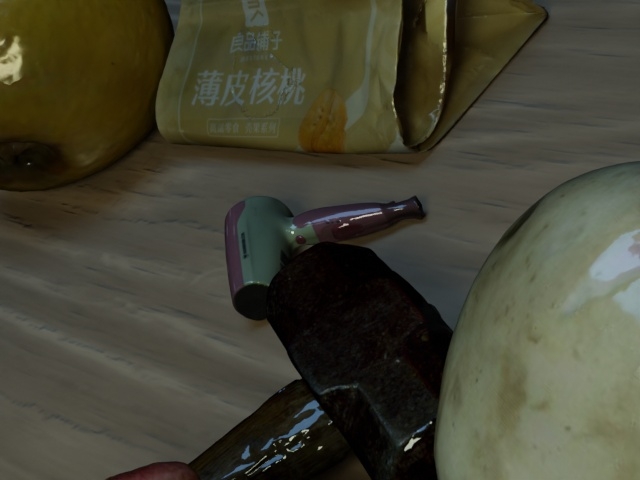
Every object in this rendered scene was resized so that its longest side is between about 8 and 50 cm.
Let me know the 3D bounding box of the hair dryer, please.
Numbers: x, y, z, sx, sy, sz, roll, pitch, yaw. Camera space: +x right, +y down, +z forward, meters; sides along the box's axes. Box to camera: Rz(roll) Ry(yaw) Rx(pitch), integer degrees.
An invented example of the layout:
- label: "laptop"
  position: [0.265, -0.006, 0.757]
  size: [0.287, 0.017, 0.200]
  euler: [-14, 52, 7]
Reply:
- label: "hair dryer"
  position: [0.002, -0.005, 1.243]
  size: [0.154, 0.054, 0.106]
  euler: [-21, 35, 9]

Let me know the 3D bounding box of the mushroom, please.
- label: "mushroom"
  position: [0.156, 0.080, 0.809]
  size: [0.184, 0.255, 0.255]
  euler: [0, 25, -15]

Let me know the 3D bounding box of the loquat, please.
- label: "loquat"
  position: [-0.266, -0.183, 1.546]
  size: [0.275, 0.275, 0.275]
  euler: [-23, 30, 14]

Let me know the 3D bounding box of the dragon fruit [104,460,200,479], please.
- label: "dragon fruit"
  position: [-0.088, 0.231, 0.777]
  size: [0.315, 0.250, 0.250]
  euler: [23, 58, 39]

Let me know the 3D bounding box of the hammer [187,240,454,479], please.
- label: "hammer"
  position: [-0.085, 0.165, 1.016]
  size: [0.409, 0.095, 0.242]
  euler: [-34, 29, -1]

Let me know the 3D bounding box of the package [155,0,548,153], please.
- label: "package"
  position: [-0.003, -0.194, 1.418]
  size: [0.311, 0.165, 0.221]
  euler: [7, 46, 49]
